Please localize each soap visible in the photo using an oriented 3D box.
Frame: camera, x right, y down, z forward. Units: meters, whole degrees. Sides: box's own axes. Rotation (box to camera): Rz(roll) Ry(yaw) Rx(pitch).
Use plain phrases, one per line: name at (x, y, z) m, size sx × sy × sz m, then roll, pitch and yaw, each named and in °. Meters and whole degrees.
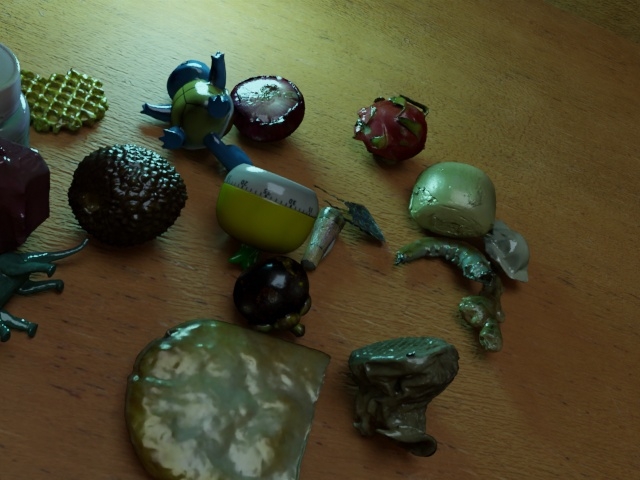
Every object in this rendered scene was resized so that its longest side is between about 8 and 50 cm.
soap at (-0.709, -0.101, 1.435) m, size 0.220 × 0.324 × 0.127 m, roll 23°, pitch 53°, yaw -4°

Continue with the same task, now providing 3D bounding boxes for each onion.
onion at (-0.165, -0.397, 2.015) m, size 0.248 × 0.161 × 0.248 m, roll 11°, pitch 42°, yaw -10°

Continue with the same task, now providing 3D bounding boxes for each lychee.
lychee at (-0.462, -0.110, 1.615) m, size 0.268 × 0.267 × 0.267 m, roll 12°, pitch 51°, yaw -16°

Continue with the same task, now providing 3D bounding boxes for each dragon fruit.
dragon fruit at (0.230, -0.360, 2.130) m, size 0.227 × 0.224 × 0.224 m, roll 21°, pitch 47°, yaw -29°

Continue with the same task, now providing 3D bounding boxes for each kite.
kite at (0.081, -0.081, 1.897) m, size 0.286 × 0.015 × 0.152 m, roll 25°, pitch 30°, yaw -47°

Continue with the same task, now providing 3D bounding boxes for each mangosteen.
mangosteen at (-0.106, 0.147, 1.621) m, size 0.192 × 0.192 × 0.217 m, roll -29°, pitch 91°, yaw -37°

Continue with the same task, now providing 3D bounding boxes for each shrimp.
shrimp at (0.371, 0.042, 1.959) m, size 0.287 × 0.068 × 0.185 m, roll 15°, pitch 31°, yaw 2°

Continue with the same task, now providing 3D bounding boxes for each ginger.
ginger at (0.479, 0.192, 1.911) m, size 0.148 × 0.081 × 0.333 m, roll 24°, pitch 37°, yaw 11°

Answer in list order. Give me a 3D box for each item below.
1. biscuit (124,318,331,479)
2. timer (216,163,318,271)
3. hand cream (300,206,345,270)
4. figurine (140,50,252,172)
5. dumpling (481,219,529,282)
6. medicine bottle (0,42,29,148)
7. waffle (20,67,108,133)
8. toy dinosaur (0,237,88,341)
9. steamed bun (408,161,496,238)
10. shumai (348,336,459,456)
biscuit at (-0.207, 0.373, 1.449) m, size 0.447 × 0.104 × 0.429 m, roll 20°, pitch 49°, yaw -13°
timer at (-0.156, -0.040, 1.717) m, size 0.285 × 0.285 × 0.285 m, roll 12°, pitch 51°, yaw -16°
hand cream at (0.000, 0.000, 1.845) m, size 0.084 × 0.084 × 0.203 m, roll 29°, pitch 54°, yaw -2°
figurine at (-0.333, -0.370, 1.884) m, size 0.416 × 0.298 × 0.243 m, roll 60°, pitch 21°, yaw 20°
dumpling at (0.563, 0.030, 2.038) m, size 0.152 × 0.124 × 0.228 m, roll 7°, pitch 49°, yaw -29°
medicine bottle at (-0.815, -0.304, 1.553) m, size 0.241 × 0.302 × 0.241 m, roll 12°, pitch 51°, yaw -16°
waffle at (-0.723, -0.400, 1.833) m, size 0.249 × 0.056 × 0.253 m, roll 44°, pitch 52°, yaw 11°
toy dinosaur at (-0.754, 0.076, 1.442) m, size 0.331 × 0.129 × 0.383 m, roll 20°, pitch 48°, yaw 2°
steamed bun at (0.417, -0.128, 2.034) m, size 0.273 × 0.166 × 0.232 m, roll 15°, pitch 43°, yaw 11°
shumai at (0.207, 0.371, 1.582) m, size 0.267 × 0.314 × 0.262 m, roll -7°, pitch 91°, yaw 8°
